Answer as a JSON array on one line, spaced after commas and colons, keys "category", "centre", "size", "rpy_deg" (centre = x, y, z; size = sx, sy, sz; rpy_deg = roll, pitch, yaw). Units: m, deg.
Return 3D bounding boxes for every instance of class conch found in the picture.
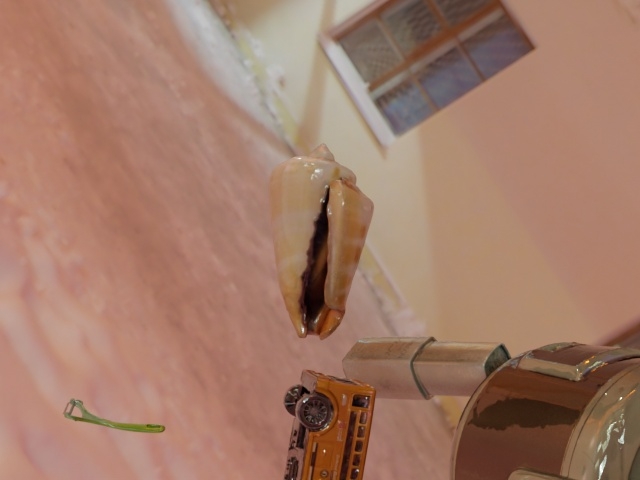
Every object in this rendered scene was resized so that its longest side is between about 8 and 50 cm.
[{"category": "conch", "centre": [0.007, -0.001, 1.508], "size": [0.127, 0.158, 0.255], "rpy_deg": [-1, 92, -51]}]

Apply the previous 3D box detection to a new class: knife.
[{"category": "knife", "centre": [-0.337, 0.295, 1.876], "size": [0.166, 0.023, 0.078], "rpy_deg": [15, 17, -7]}]

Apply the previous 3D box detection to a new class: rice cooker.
[{"category": "rice cooker", "centre": [0.351, 0.288, 1.376], "size": [0.335, 0.335, 0.325], "rpy_deg": [55, -24, -19]}]

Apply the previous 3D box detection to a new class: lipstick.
[{"category": "lipstick", "centre": [0.151, 0.179, 1.613], "size": [0.079, 0.253, 0.077], "rpy_deg": [-43, 115, -40]}]

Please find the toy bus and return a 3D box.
[{"category": "toy bus", "centre": [0.000, 0.235, 1.169], "size": [0.083, 0.088, 0.195], "rpy_deg": [-173, -87, -77]}]
